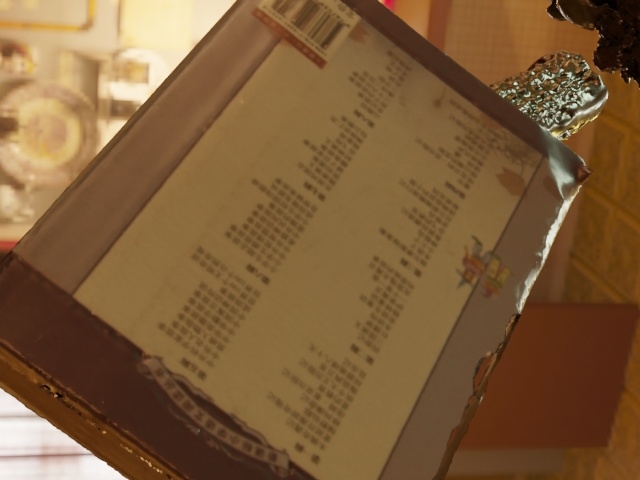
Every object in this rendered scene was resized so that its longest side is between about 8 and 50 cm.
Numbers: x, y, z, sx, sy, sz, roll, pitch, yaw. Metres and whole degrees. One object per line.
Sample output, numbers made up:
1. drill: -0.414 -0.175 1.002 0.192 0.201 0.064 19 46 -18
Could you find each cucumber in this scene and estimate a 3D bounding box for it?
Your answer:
1. cucumber: 0.103 -0.067 0.692 0.058 0.187 0.058 13 -67 33

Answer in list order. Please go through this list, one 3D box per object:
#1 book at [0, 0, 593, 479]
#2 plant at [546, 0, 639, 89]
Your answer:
1. book: 0.000 0.001 0.436 0.026 0.157 0.231 -49 -174 50
2. plant: 0.239 -0.183 0.988 0.085 0.087 0.174 -48 -119 9
